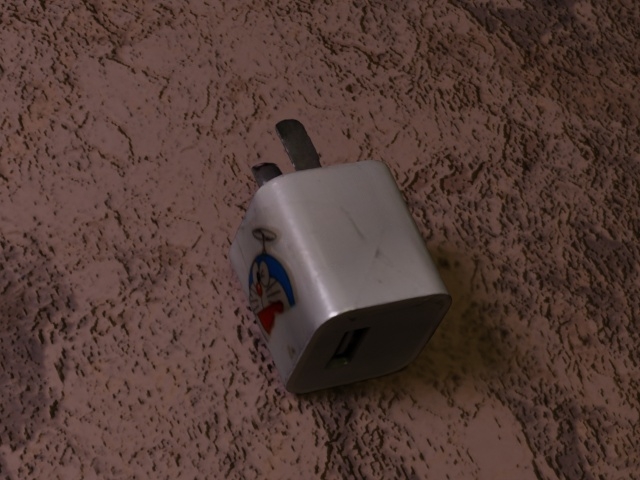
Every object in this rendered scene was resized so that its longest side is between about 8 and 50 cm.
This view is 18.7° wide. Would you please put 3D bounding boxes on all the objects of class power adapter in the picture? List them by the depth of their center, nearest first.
[{"bbox_3d":[0.000,0.000,1.559,0.125,0.130,0.205,-11,59,-26],"label":"power adapter"}]
